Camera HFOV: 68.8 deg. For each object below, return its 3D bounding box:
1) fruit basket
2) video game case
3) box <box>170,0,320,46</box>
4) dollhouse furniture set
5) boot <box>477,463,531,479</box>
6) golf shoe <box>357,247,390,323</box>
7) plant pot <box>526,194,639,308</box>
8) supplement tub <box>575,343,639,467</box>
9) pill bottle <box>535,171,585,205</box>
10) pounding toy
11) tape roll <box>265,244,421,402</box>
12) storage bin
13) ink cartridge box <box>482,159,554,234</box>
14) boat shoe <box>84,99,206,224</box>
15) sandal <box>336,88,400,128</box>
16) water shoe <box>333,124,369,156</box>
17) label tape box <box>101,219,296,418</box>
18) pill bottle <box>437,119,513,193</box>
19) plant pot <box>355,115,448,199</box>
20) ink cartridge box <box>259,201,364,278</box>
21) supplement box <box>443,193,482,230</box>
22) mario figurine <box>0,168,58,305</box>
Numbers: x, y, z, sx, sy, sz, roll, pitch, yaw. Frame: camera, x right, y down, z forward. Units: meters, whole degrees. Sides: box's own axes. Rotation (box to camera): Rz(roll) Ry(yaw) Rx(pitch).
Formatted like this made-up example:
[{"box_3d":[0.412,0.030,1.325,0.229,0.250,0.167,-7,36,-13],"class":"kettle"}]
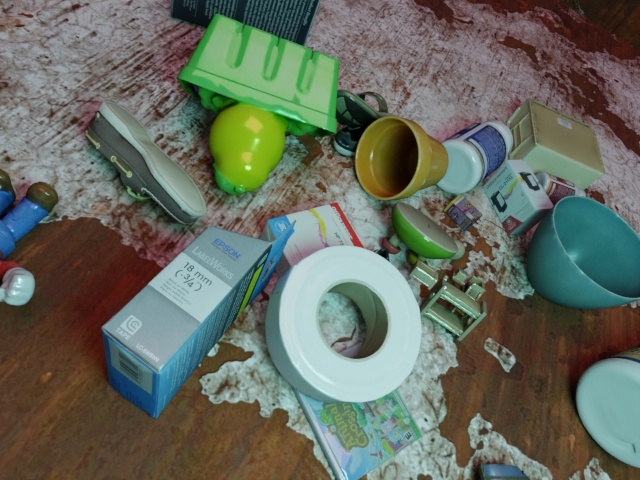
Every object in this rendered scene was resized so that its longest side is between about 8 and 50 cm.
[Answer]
[{"box_3d":[-0.152,-0.285,1.096,0.391,0.283,0.392,-2,100,-10],"class":"fruit basket"},{"box_3d":[0.068,0.317,0.889,0.193,0.023,0.212,-17,67,-31],"class":"video game case"},{"box_3d":[-0.210,-0.769,1.373,0.395,0.212,0.294,10,54,-17],"class":"box"},{"box_3d":[0.279,0.115,1.091,0.182,0.101,0.161,35,27,2],"class":"dollhouse furniture set"},{"box_3d":[0.398,0.476,0.886,0.219,0.082,0.106,5,59,-18],"class":"boot"},{"box_3d":[0.123,0.101,1.017,0.067,0.086,0.186,12,56,-16],"class":"golf shoe"},{"box_3d":[0.649,0.059,1.194,0.290,0.195,0.290,11,54,-16],"class":"plant pot"},{"box_3d":[0.759,0.341,1.034,0.316,0.228,0.228,-9,62,-28],"class":"supplement tub"},{"box_3d":[0.727,-0.148,1.434,0.152,0.086,0.086,17,53,-11],"class":"pill bottle"},{"box_3d":[0.235,0.006,1.134,0.183,0.110,0.237,47,23,25],"class":"pounding toy"},{"box_3d":[0.043,0.155,0.873,0.286,0.100,0.286,7,69,-20],"class":"tape roll"},{"box_3d":[0.762,-0.310,1.534,0.262,0.123,0.260,20,52,-9],"class":"storage bin"},{"box_3d":[0.552,-0.123,1.318,0.072,0.127,0.175,-5,60,-23],"class":"ink cartridge box"},{"box_3d":[-0.367,-0.147,0.969,0.324,0.096,0.116,48,13,7],"class":"boat shoe"},{"box_3d":[0.135,-0.351,1.267,0.302,0.120,0.086,7,84,-45],"class":"sandal"},{"box_3d":[0.137,-0.265,1.267,0.203,0.080,0.073,-1,59,-23],"class":"water shoe"},{"box_3d":[-0.197,0.102,0.785,0.106,0.241,0.334,35,51,4],"class":"label tape box"},{"box_3d":[0.437,-0.248,1.332,0.264,0.153,0.153,-33,75,-38],"class":"pill bottle"},{"box_3d":[0.226,-0.205,1.207,0.188,0.205,0.205,-3,58,-43],"class":"plant pot"},{"box_3d":[0.000,0.000,1.035,0.231,0.078,0.134,-18,67,-31],"class":"ink cartridge box"},{"box_3d":[0.388,-0.076,1.270,0.055,0.043,0.083,-32,74,-36],"class":"supplement box"},{"box_3d":[-0.550,0.002,0.741,0.198,0.170,0.321,-8,46,13],"class":"mario figurine"}]
